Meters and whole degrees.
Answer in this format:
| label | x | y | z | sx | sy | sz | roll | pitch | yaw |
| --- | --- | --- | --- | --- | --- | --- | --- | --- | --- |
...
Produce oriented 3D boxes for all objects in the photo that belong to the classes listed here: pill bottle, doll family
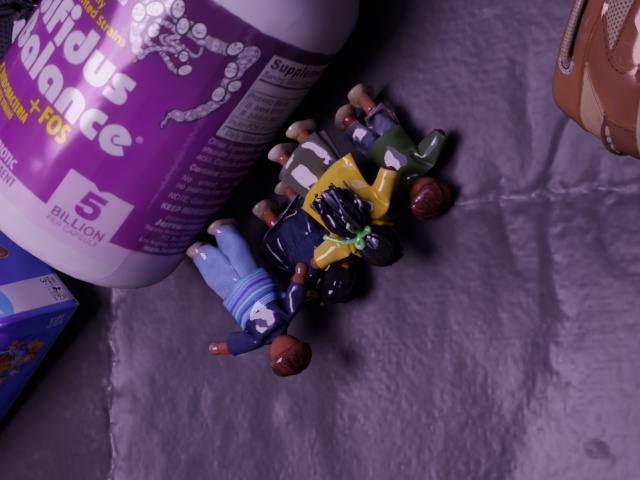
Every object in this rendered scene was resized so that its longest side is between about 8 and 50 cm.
| label | x | y | z | sx | sy | sz | roll | pitch | yaw |
| --- | --- | --- | --- | --- | --- | --- | --- | --- | --- |
| pill bottle | -0.083 | -0.129 | 0.975 | 0.301 | 0.169 | 0.169 | -52 | 58 | 22 |
| doll family | 0.000 | 0.000 | 0.965 | 0.111 | 0.076 | 0.193 | 52 | 121 | 23 |

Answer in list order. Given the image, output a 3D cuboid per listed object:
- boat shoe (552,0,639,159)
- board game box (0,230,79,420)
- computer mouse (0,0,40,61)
| label | x | y | z | sx | sy | sz | roll | pitch | yaw |
| --- | --- | --- | --- | --- | --- | --- | --- | --- | --- |
| boat shoe | 0.198 | -0.193 | 0.800 | 0.120 | 0.122 | 0.324 | 26 | 101 | 39 |
| board game box | -0.352 | 0.004 | 1.170 | 0.347 | 0.078 | 0.233 | 49 | 123 | 18 |
| computer mouse | -0.271 | -0.156 | 1.181 | 0.272 | 0.072 | 0.188 | -3 | 101 | 35 |
